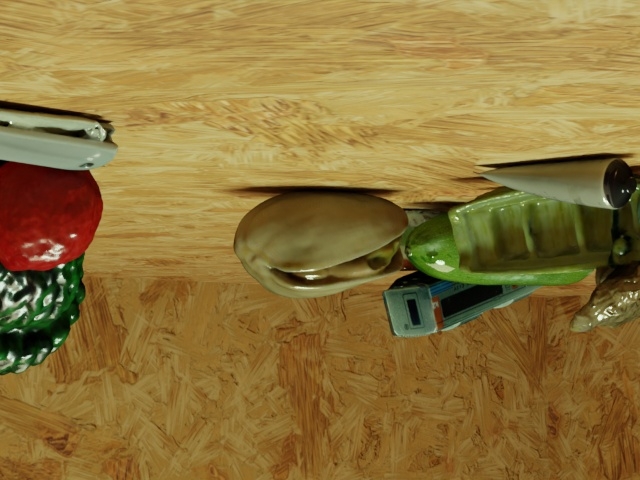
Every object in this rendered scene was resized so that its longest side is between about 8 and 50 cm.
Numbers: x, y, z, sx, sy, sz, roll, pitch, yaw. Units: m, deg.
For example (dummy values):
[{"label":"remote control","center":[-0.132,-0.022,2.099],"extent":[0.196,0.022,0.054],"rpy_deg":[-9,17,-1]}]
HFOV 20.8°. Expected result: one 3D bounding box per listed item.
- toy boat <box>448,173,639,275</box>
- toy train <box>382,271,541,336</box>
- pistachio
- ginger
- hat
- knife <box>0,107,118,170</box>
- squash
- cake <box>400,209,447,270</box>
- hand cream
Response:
[{"label":"toy boat","center":[0.285,-0.019,1.987],"extent":[0.276,0.111,0.084],"rpy_deg":[-8,-176,34]},{"label":"toy train","center":[0.246,0.056,2.496],"extent":[0.086,0.089,0.409],"rpy_deg":[-8,-174,41]},{"label":"pistachio","center":[0.000,0.000,2.152],"extent":[0.215,0.144,0.144],"rpy_deg":[-5,176,-14]},{"label":"ginger","center":[0.369,0.038,2.035],"extent":[0.122,0.084,0.290],"rpy_deg":[-42,175,26]},{"label":"hat","center":[-0.322,0.014,1.731],"extent":[0.274,0.242,0.332],"rpy_deg":[-12,178,-43]},{"label":"knife","center":[-0.281,-0.099,1.517],"extent":[0.073,0.041,0.265],"rpy_deg":[-18,164,38]},{"label":"squash","center":[0.270,0.010,2.389],"extent":[0.395,0.107,0.107],"rpy_deg":[4,173,-44]},{"label":"cake","center":[0.063,-0.001,2.360],"extent":[0.220,0.086,0.117],"rpy_deg":[0,177,12]},{"label":"hand cream","center":[0.261,-0.063,1.878],"extent":[0.087,0.054,0.186],"rpy_deg":[11,176,-43]}]
